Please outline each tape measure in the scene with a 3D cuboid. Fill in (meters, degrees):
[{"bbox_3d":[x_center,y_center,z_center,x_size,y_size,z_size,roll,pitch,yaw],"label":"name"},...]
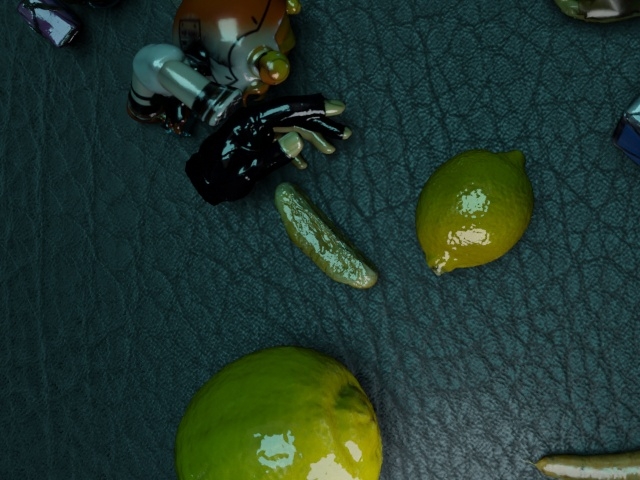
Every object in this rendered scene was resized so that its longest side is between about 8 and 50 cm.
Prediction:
[{"bbox_3d":[-0.498,-0.408,1.918,0.118,0.125,0.074,41,95,-6],"label":"tape measure"}]

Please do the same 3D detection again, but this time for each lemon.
[{"bbox_3d":[-0.068,0.336,1.708,0.348,0.348,0.348,0,88,11],"label":"lemon"},{"bbox_3d":[0.253,-0.052,1.727,0.187,0.187,0.244,38,98,10],"label":"lemon"}]

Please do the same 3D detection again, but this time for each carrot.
[{"bbox_3d":[0.482,0.377,1.732,0.298,0.078,0.078,-3,87,17],"label":"carrot"}]

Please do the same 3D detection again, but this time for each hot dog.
[{"bbox_3d":[0.000,0.000,1.827,0.073,0.084,0.242,-45,82,5],"label":"hot dog"}]

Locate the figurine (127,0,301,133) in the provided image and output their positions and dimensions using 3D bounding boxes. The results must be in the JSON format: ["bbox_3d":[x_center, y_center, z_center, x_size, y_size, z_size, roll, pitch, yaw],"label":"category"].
[{"bbox_3d":[-0.172,-0.335,1.784,0.320,0.196,0.323,10,49,41],"label":"figurine"}]

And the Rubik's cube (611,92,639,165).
[{"bbox_3d":[0.634,-0.192,1.623,0.259,0.260,0.255,43,94,7],"label":"Rubik's cube"}]

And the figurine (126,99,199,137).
[{"bbox_3d":[-0.291,-0.236,1.899,0.140,0.075,0.068,24,94,22],"label":"figurine"}]

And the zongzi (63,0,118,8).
[{"bbox_3d":[-0.340,-0.652,1.892,0.432,0.208,0.403,-20,95,-15],"label":"zongzi"}]

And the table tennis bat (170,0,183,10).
[{"bbox_3d":[-0.184,-0.509,1.915,0.131,0.022,0.234,44,99,10],"label":"table tennis bat"}]

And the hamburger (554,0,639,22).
[{"bbox_3d":[0.488,-0.504,1.726,0.265,0.134,0.284,-4,82,18],"label":"hamburger"}]

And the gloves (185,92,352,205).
[{"bbox_3d":[-0.092,-0.164,1.796,0.301,0.197,0.152,-17,111,7],"label":"gloves"}]
